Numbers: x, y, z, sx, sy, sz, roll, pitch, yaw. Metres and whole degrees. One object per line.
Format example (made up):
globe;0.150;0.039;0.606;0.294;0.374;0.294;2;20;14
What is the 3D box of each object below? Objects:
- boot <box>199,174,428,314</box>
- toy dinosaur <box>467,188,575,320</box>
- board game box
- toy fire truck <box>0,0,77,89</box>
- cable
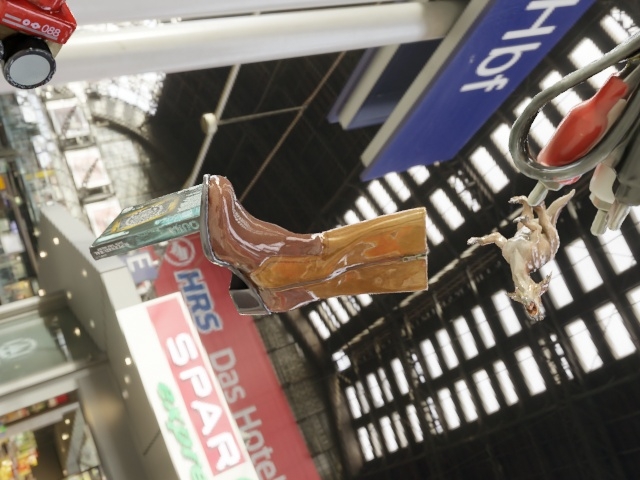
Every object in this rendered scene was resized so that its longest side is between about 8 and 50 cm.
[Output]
boot;0.000;0.000;0.873;0.096;0.281;0.264;-89;167;-49
toy dinosaur;0.451;0.023;1.414;0.200;0.296;0.127;54;-28;-12
board game box;-0.230;-0.032;0.972;0.186;0.126;0.026;-15;-64;19
toy fire truck;-0.311;-0.278;0.647;0.246;0.217;0.158;-45;-117;24
cable;0.217;-0.124;0.417;0.139;0.072;0.287;21;-62;6
